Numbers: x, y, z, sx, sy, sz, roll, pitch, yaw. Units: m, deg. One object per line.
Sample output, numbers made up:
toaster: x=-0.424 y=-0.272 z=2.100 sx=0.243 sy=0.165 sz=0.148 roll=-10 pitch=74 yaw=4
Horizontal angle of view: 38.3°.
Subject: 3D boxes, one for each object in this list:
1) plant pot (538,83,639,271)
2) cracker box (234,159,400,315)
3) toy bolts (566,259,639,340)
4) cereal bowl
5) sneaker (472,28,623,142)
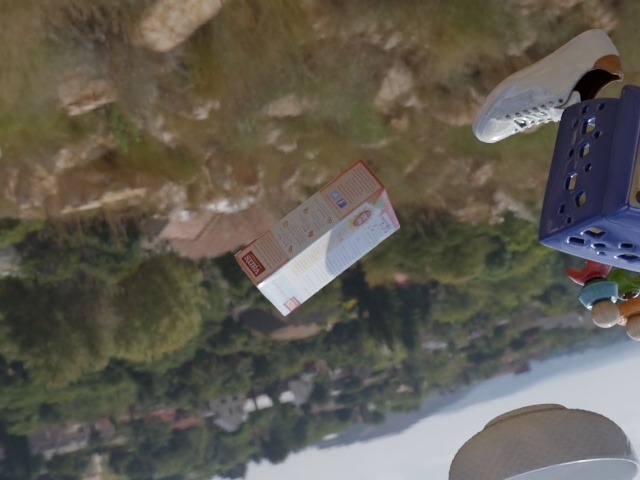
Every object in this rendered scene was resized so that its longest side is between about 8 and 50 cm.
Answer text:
plant pot: x=0.485 y=-0.090 z=1.357 sx=0.235 sy=0.236 sz=0.212 roll=15 pitch=168 yaw=-9
cracker box: x=0.000 y=0.000 z=1.374 sx=0.232 sy=0.067 sz=0.156 roll=-38 pitch=156 yaw=-3
toy bolts: x=0.674 y=0.113 z=2.007 sx=0.228 sy=0.159 sz=0.218 roll=8 pitch=146 yaw=-26
cereal bowl: x=0.386 y=0.389 z=1.660 sx=0.338 sy=0.141 sz=0.339 roll=-9 pitch=149 yaw=-5
sneaker: x=0.400 y=-0.247 z=1.636 sx=0.290 sy=0.123 sz=0.106 roll=-36 pitch=142 yaw=27
